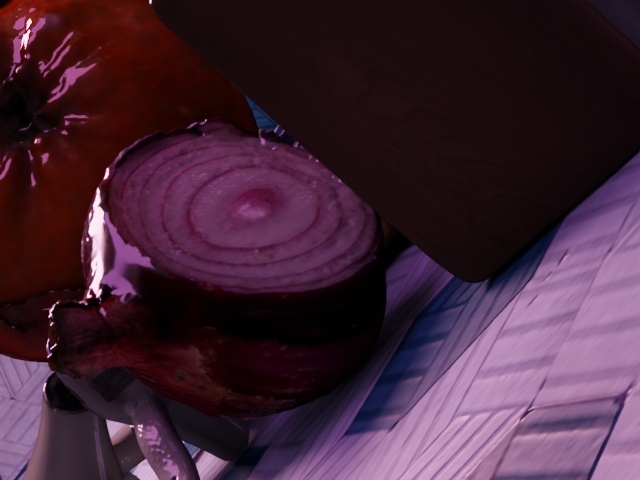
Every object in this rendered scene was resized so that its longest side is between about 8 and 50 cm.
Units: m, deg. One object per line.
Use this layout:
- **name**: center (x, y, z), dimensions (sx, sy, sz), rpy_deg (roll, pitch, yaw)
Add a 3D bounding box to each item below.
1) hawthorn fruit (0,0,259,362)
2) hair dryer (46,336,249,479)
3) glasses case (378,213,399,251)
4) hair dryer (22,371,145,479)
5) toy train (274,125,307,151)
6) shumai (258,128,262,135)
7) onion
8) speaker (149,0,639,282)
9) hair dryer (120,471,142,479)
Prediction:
- **hawthorn fruit**: center (-0.177, -0.032, 1.393), dimensions (0.276, 0.276, 0.307), rpy_deg (-51, -12, -15)
- **hair dryer**: center (-0.075, 0.133, 1.199), dimensions (0.067, 0.199, 0.167), rpy_deg (-45, -34, 11)
- **glasses case**: center (0.000, 0.000, 1.375), dimensions (0.321, 0.082, 0.122), rpy_deg (-52, 6, 6)
- **hair dryer**: center (-0.146, 0.132, 1.416), dimensions (0.225, 0.088, 0.219), rpy_deg (-51, -18, -14)
- **toy train**: center (-0.001, -0.060, 1.565), dimensions (0.300, 0.131, 0.202), rpy_deg (-50, 3, -8)
- **shumai**: center (-0.155, -0.005, 1.786), dimensions (0.262, 0.314, 0.267), rpy_deg (-65, -14, 6)
- **onion**: center (-0.074, 0.037, 1.124), dimensions (0.218, 0.195, 0.140), rpy_deg (-33, -31, -37)
- **speaker**: center (0.062, -0.129, 0.979), dimensions (0.192, 0.231, 0.153), rpy_deg (-46, 7, 40)
- **hair dryer**: center (-0.148, 0.229, 1.288), dimensions (0.155, 0.044, 0.183), rpy_deg (-52, 11, -14)
